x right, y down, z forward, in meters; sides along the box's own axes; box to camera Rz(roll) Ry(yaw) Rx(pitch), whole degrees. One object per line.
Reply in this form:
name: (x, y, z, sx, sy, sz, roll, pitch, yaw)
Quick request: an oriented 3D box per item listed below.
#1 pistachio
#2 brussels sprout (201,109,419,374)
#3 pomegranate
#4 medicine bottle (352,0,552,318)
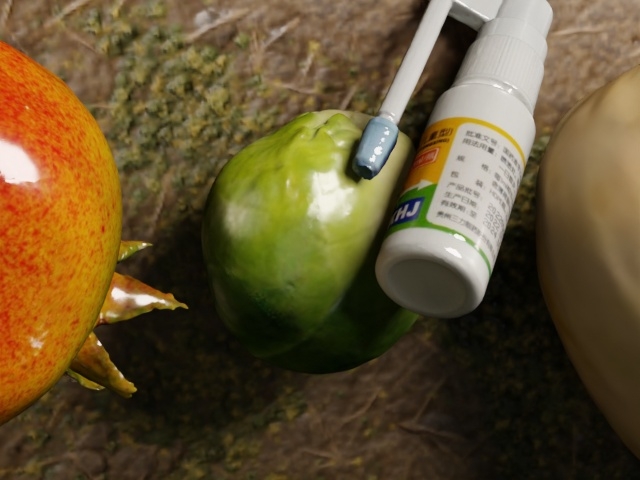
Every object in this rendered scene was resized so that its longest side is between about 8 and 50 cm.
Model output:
pistachio: (0.242, 0.012, 0.985, 0.230, 0.230, 0.309, -24, 118, -6)
brussels sprout: (-0.004, 0.000, 0.979, 0.155, 0.117, 0.155, 12, 70, -36)
pomegranate: (-0.198, 0.005, 0.892, 0.257, 0.221, 0.221, 31, 96, -26)
medicine bottle: (0.075, -0.063, 0.953, 0.092, 0.220, 0.061, 27, 143, -5)
